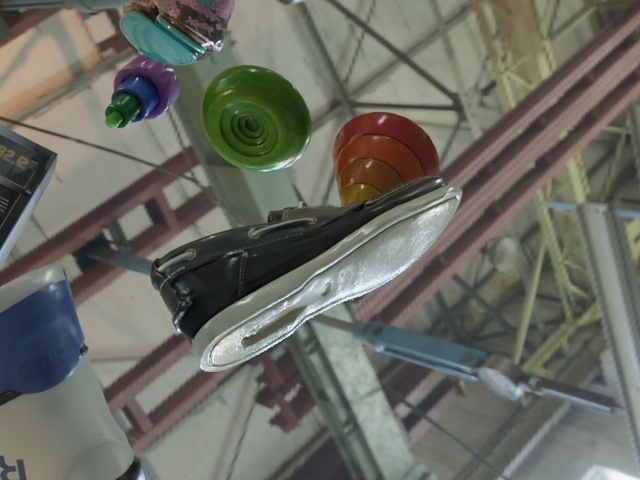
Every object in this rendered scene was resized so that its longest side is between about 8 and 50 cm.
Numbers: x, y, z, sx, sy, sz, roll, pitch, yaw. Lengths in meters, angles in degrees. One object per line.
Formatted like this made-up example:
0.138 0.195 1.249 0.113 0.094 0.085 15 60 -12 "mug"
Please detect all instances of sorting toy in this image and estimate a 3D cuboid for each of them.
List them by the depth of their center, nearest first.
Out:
-0.063 -0.093 1.024 0.126 0.365 0.127 -62 -10 -51 "sorting toy"

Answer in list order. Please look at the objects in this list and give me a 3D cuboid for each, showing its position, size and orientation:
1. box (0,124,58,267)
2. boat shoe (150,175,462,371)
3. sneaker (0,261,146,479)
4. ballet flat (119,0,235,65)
-0.364 -0.045 0.809 0.231 0.056 0.183 27 -119 -11 "box"
0.000 0.000 0.649 0.233 0.079 0.084 -25 -30 -31 "boat shoe"
-0.197 0.155 0.566 0.127 0.315 0.182 -29 -93 -44 "sneaker"
-0.105 -0.185 0.778 0.077 0.221 0.079 37 -95 -19 "ballet flat"
